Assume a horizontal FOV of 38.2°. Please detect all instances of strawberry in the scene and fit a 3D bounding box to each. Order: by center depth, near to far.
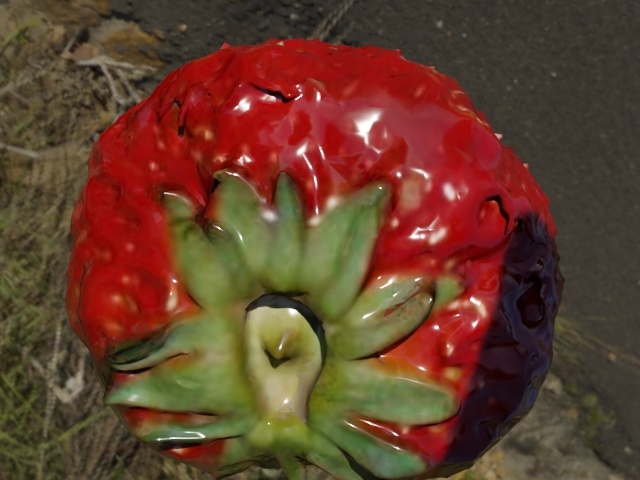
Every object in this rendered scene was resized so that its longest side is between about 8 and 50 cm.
[{"bbox_3d":[0.000,0.000,0.521,0.257,0.277,0.257,2,109,5],"label":"strawberry"}]
